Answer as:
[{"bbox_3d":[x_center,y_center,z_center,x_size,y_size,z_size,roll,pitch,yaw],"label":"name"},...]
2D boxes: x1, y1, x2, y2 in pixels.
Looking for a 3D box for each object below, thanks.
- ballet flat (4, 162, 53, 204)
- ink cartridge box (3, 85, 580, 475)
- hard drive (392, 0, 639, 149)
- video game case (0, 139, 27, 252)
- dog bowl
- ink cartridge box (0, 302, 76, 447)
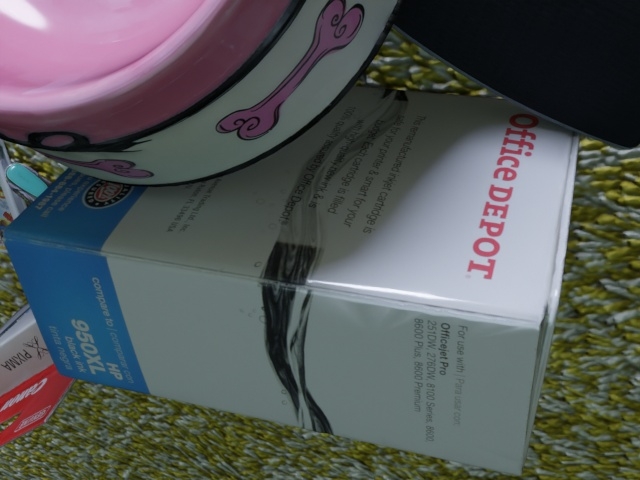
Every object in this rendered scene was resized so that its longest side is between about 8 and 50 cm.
[{"bbox_3d":[-0.321,-0.048,0.928,0.114,0.041,0.041,39,130,-8],"label":"ballet flat"},{"bbox_3d":[0.000,0.000,0.663,0.395,0.285,0.166,9,129,17],"label":"ink cartridge box"},{"bbox_3d":[0.160,-0.171,0.577,0.255,0.054,0.172,31,153,6],"label":"hard drive"},{"bbox_3d":[-0.474,-0.081,0.970,0.227,0.026,0.206,6,127,17],"label":"video game case"},{"bbox_3d":[-0.144,-0.239,0.511,0.408,0.150,0.408,1,93,19],"label":"dog bowl"},{"bbox_3d":[-0.341,0.135,0.921,0.296,0.261,0.066,-30,110,36],"label":"ink cartridge box"}]
